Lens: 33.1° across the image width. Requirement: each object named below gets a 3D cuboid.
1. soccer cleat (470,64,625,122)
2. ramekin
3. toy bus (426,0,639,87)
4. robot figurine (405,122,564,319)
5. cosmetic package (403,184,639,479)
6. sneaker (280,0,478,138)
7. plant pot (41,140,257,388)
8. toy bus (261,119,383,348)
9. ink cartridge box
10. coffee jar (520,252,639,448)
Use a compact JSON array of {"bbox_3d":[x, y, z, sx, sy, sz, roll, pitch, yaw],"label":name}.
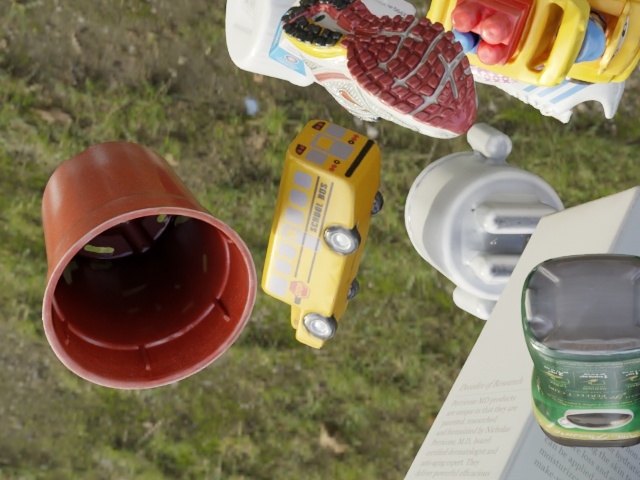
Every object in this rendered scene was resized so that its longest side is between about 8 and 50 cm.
[{"bbox_3d":[0.439,-0.307,2.161,0.331,0.116,0.143,6,112,22],"label":"soccer cleat"},{"bbox_3d":[-0.070,-0.421,1.920,0.135,0.277,0.277,5,139,-22],"label":"ramekin"},{"bbox_3d":[0.210,-0.219,1.049,0.220,0.211,0.149,23,125,11],"label":"toy bus"},{"bbox_3d":[0.248,-0.027,1.662,0.200,0.353,0.299,4,102,-12],"label":"robot figurine"},{"bbox_3d":[0.249,0.197,1.041,0.230,0.453,0.161,41,154,-16],"label":"cosmetic package"},{"bbox_3d":[0.059,-0.145,0.928,0.088,0.225,0.092,-39,135,-8],"label":"sneaker"},{"bbox_3d":[-0.254,0.012,1.450,0.273,0.265,0.272,-11,124,-17],"label":"plant pot"},{"bbox_3d":[0.000,0.000,1.536,0.130,0.108,0.332,23,134,10],"label":"toy bus"},{"bbox_3d":[0.030,-0.322,1.670,0.148,0.085,0.203,26,158,-17],"label":"ink cartridge box"},{"bbox_3d":[0.193,0.084,0.756,0.096,0.079,0.184,-2,149,12],"label":"coffee jar"}]
